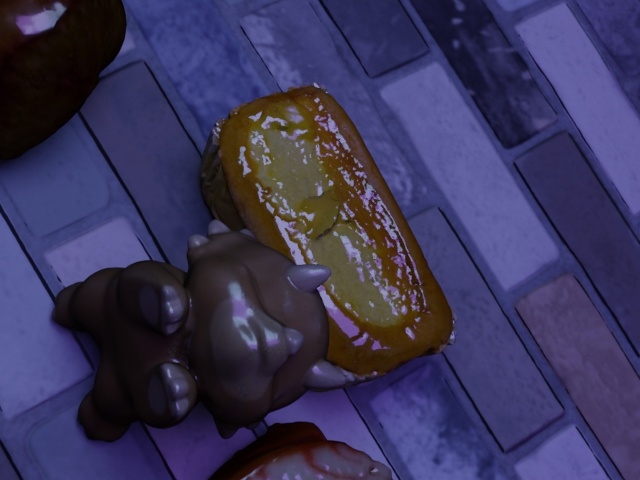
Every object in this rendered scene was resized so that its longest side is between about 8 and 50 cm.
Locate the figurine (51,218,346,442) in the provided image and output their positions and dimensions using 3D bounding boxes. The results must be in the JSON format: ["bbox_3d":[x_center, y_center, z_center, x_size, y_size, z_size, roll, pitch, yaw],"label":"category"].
[{"bbox_3d":[-0.091,0.078,1.016,0.173,0.247,0.177,-9,76,-35],"label":"figurine"}]

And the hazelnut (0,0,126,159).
[{"bbox_3d":[-0.273,-0.173,1.063,0.178,0.178,0.204,36,98,-6],"label":"hazelnut"}]

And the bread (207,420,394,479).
[{"bbox_3d":[0.015,0.334,1.025,0.328,0.114,0.295,35,62,-8],"label":"bread"}]

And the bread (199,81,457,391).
[{"bbox_3d":[0.000,0.000,1.139,0.153,0.119,0.288,-22,80,-30],"label":"bread"}]
